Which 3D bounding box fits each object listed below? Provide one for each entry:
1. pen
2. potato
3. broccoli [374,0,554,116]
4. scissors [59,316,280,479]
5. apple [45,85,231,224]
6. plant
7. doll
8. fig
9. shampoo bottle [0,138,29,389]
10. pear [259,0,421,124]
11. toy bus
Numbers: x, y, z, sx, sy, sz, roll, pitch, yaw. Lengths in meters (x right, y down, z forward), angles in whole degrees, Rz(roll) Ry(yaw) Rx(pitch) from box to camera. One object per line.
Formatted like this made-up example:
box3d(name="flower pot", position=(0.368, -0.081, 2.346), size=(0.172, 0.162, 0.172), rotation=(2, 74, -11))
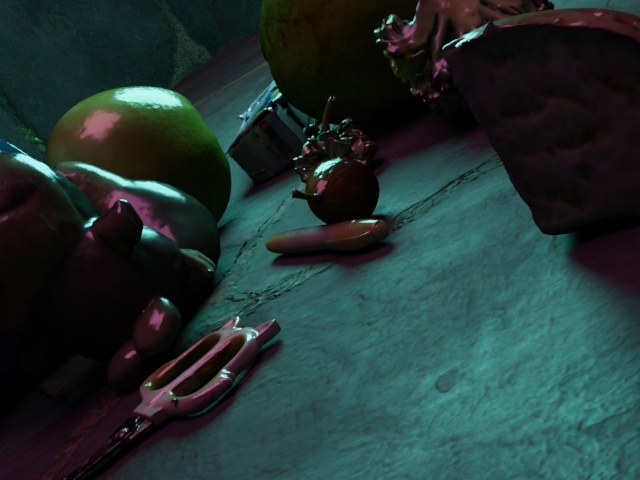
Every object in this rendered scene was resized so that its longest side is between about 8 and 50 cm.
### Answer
box3d(name="pen", position=(0.000, 0.000, 1.251), size=(0.040, 0.032, 0.233), rotation=(-47, 21, -30))
box3d(name="potato", position=(0.255, -0.149, 0.942), size=(0.189, 0.211, 0.264), rotation=(-25, 14, 26))
box3d(name="broccoli", position=(0.183, -0.285, 1.440), size=(0.242, 0.273, 0.180), rotation=(-32, -17, -8))
box3d(name="scissors", position=(-0.177, 0.177, 1.059), size=(0.317, 0.024, 0.160), rotation=(-40, 19, -25))
box3d(name="apple", position=(-0.281, -0.100, 1.649), size=(0.254, 0.292, 0.292), rotation=(-32, 16, -18))
box3d(name="plant", position=(0.015, -0.133, 1.465), size=(0.117, 0.122, 0.104), rotation=(-30, 26, -20))
box3d(name="doll", position=(-0.329, 0.013, 1.309), size=(0.252, 0.382, 0.378), rotation=(-60, 1, 7))
box3d(name="fig", position=(0.014, -0.052, 1.245), size=(0.089, 0.088, 0.125), rotation=(-21, 2, 32))
box3d(name="shampoo bottle", position=(-0.536, 0.072, 1.457), size=(0.331, 0.331, 0.342), rotation=(-15, 24, 44))
box3d(name="pear", position=(0.080, -0.358, 1.650), size=(0.413, 0.352, 0.352), rotation=(-32, 14, 32))
box3d(name="toy bus", position=(-0.077, -0.204, 1.855), size=(0.138, 0.112, 0.317), rotation=(-38, 14, 15))
